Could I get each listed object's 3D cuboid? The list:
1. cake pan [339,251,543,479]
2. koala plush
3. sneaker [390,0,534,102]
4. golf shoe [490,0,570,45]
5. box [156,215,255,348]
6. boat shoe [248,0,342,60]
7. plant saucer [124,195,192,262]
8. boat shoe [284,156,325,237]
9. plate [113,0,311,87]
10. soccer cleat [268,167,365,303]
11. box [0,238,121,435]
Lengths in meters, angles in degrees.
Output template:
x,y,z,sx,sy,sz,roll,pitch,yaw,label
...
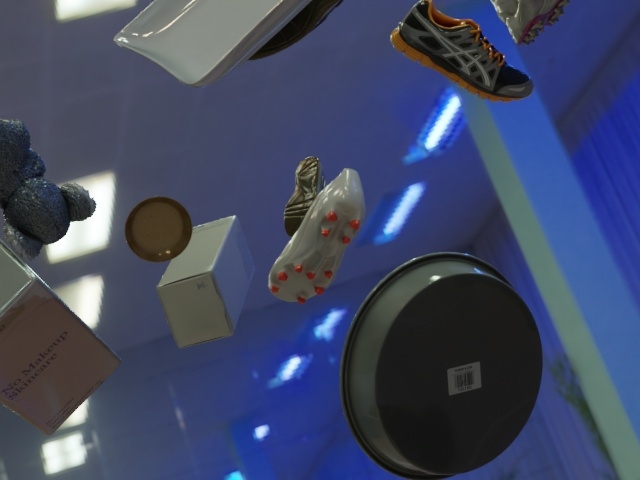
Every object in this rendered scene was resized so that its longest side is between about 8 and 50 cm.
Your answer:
x,y,z,sx,sy,sz,roll,pitch,yaw,label
0.162,0.162,1.517,0.293,0.293,0.054,-10,11,-28,cake pan
-0.506,-0.077,2.054,0.196,0.221,0.203,-37,-11,-30,koala plush
0.207,-0.263,1.702,0.214,0.084,0.083,25,-62,-5,sneaker
0.283,-0.386,1.645,0.115,0.140,0.306,-36,-14,-19,golf shoe
-0.176,0.060,1.928,0.094,0.113,0.275,-15,16,10,box
-0.027,-0.320,1.684,0.223,0.080,0.073,-40,-3,-3,boat shoe
-0.199,-0.015,1.491,0.083,0.083,0.015,-16,17,-13,plant saucer
-0.020,-0.061,1.931,0.056,0.153,0.048,-11,-39,24,boat shoe
-0.100,-0.299,1.506,0.278,0.277,0.045,-44,-56,-8,plate
0.000,0.000,1.376,0.068,0.076,0.196,22,-44,-14,soccer cleat
-0.376,0.115,1.495,0.148,0.121,0.311,-47,-23,-10,box
